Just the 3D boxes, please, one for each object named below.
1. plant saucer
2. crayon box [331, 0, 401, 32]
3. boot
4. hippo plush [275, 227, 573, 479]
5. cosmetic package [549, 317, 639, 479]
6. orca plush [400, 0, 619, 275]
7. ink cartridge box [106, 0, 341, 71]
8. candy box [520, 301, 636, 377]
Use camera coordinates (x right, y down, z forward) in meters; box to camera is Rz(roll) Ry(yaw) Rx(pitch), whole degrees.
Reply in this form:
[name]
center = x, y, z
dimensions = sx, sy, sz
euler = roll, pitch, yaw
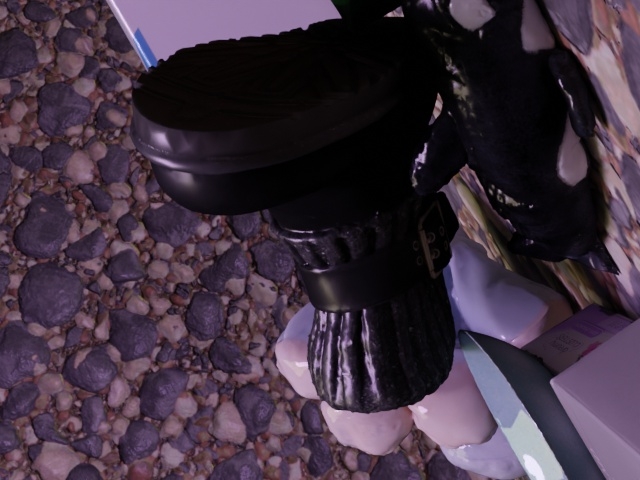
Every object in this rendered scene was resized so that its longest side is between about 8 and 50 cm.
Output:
[plant saucer]
center = 0.161, 0.138, 0.894
dimensions = 0.195, 0.037, 0.195
euler = 60, 177, 4
[crayon box]
center = -0.009, -0.269, 0.698
dimensions = 0.202, 0.081, 0.318
euler = 59, 176, 15
[boot]
center = 0.004, 0.000, 0.836
dimensions = 0.348, 0.131, 0.260
euler = -28, -56, -58
[hippo plush]
center = 0.096, 0.111, 1.160
dimensions = 0.294, 0.234, 0.236
euler = 55, 174, 42
[cosmetic package]
center = 0.218, 0.124, 0.618
dimensions = 0.127, 0.107, 0.238
euler = 57, 174, -16
[orca plush]
center = 0.093, -0.064, 0.788
dimensions = 0.151, 0.102, 0.287
euler = 57, 176, 35
[ink cartridge box]
center = -0.101, -0.245, 1.228
dimensions = 0.198, 0.197, 0.270
euler = 61, 177, -15
[candy box]
center = 0.234, 0.152, 0.886
dimensions = 0.196, 0.070, 0.165
euler = 59, 177, -10
